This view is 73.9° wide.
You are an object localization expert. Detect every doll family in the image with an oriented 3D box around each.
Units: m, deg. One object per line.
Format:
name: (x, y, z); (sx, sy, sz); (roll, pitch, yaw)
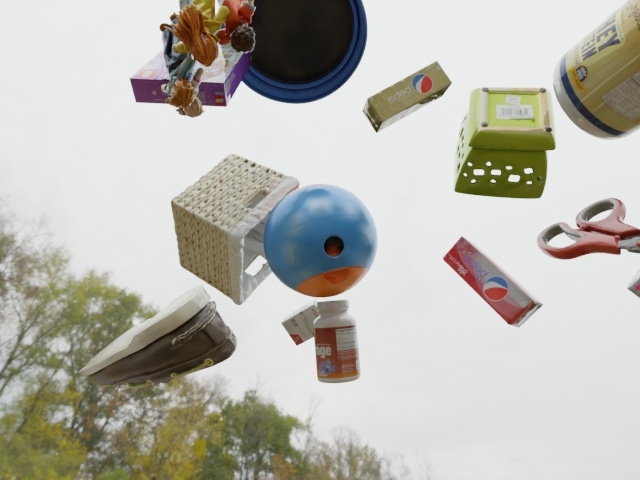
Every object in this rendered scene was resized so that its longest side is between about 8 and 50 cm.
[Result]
doll family: (-0.208, -0.299, 0.673); (0.118, 0.163, 0.263); (2, -25, -43)

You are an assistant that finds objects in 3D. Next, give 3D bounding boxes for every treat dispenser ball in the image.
treat dispenser ball: (0.000, 0.000, 1.078); (0.288, 0.288, 0.288); (5, -40, 4)

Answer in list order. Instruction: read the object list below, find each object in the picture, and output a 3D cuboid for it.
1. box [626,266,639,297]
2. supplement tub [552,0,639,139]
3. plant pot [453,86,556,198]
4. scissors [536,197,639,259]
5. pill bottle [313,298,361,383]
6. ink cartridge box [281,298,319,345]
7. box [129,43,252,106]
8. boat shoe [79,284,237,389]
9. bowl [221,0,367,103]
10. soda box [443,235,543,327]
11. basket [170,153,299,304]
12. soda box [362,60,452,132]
box: (0.591, 0.038, 0.633); (0.247, 0.142, 0.163); (-12, -39, -46)
supplement tub: (0.645, -0.362, 0.806); (0.228, 0.228, 0.316); (19, -25, -13)
plant pot: (0.476, -0.261, 1.101); (0.228, 0.227, 0.207); (6, -30, 13)
scissors: (0.314, 0.009, 0.438); (0.109, 0.297, 0.021); (-34, -82, 15)
pill bottle: (0.042, 0.273, 1.174); (0.121, 0.216, 0.121); (-5, -9, -1)
ink cartridge box: (-0.047, 0.274, 1.429); (0.135, 0.056, 0.099); (-31, -81, 12)
box: (-0.286, -0.401, 0.998); (0.201, 0.293, 0.057); (4, -49, 2)
boat shoe: (-0.246, 0.169, 0.628); (0.324, 0.116, 0.096); (-30, -78, 34)
bowl: (-0.072, -0.561, 1.148); (0.391, 0.077, 0.391); (-2, -41, -2)
soda box: (0.456, 0.106, 1.148); (0.083, 0.263, 0.092); (19, -65, -45)
basket: (-0.263, -0.045, 1.350); (0.267, 0.328, 0.331); (27, -41, 14)
soda box: (0.182, -0.304, 0.903); (0.181, 0.061, 0.058); (-31, -6, -10)
